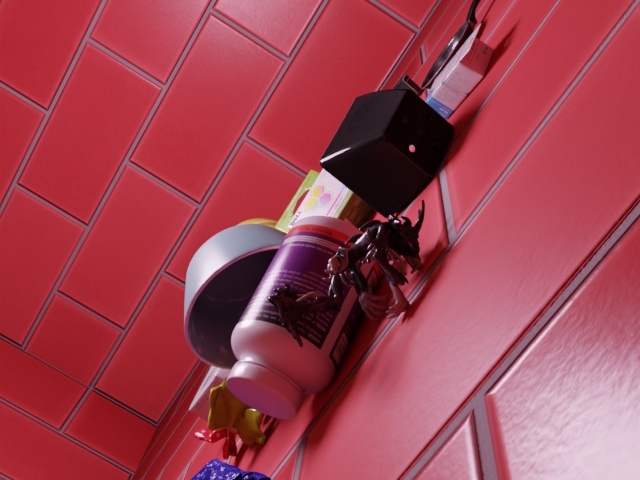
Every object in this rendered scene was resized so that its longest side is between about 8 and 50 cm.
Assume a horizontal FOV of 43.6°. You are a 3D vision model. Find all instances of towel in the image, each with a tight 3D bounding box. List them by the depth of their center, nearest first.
[{"bbox_3d":[-0.208,0.449,1.325,0.228,0.076,0.308,-35,-1,-21],"label":"towel"}]

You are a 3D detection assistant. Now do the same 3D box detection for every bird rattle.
[{"bbox_3d":[-0.141,0.344,1.623,0.207,0.143,0.253,-49,-10,-23],"label":"bird rattle"}]

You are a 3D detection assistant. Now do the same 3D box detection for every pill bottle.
[{"bbox_3d":[-0.030,0.126,1.338,0.322,0.182,0.181,-62,8,-31],"label":"pill bottle"}]

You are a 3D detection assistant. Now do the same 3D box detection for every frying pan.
[{"bbox_3d":[0.343,-0.500,2.012,0.326,0.053,0.197,-60,7,-32],"label":"frying pan"}]

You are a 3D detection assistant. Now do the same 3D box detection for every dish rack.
[{"bbox_3d":[0.182,-0.317,2.253,0.271,0.074,0.208,-63,7,-32],"label":"dish rack"}]

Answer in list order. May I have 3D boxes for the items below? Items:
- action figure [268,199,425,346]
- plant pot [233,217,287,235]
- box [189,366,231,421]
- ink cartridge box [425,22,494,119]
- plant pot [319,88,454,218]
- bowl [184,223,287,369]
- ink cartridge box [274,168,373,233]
[{"bbox_3d":[0.066,0.058,1.191,0.276,0.140,0.164,-33,-5,-8],"label":"action figure"},{"bbox_3d":[-0.120,0.076,2.050,0.254,0.254,0.239,-59,23,-7],"label":"plant pot"},{"bbox_3d":[-0.202,0.330,1.920,0.181,0.119,0.181,-52,8,41],"label":"box"},{"bbox_3d":[0.292,-0.343,1.638,0.180,0.060,0.104,-50,10,50],"label":"ink cartridge box"},{"bbox_3d":[0.145,-0.182,1.543,0.167,0.188,0.187,-20,37,58],"label":"plant pot"},{"bbox_3d":[-0.142,0.090,1.585,0.311,0.312,0.163,-56,42,19],"label":"bowl"},{"bbox_3d":[-0.008,-0.087,1.921,0.255,0.097,0.188,23,79,43],"label":"ink cartridge box"}]
